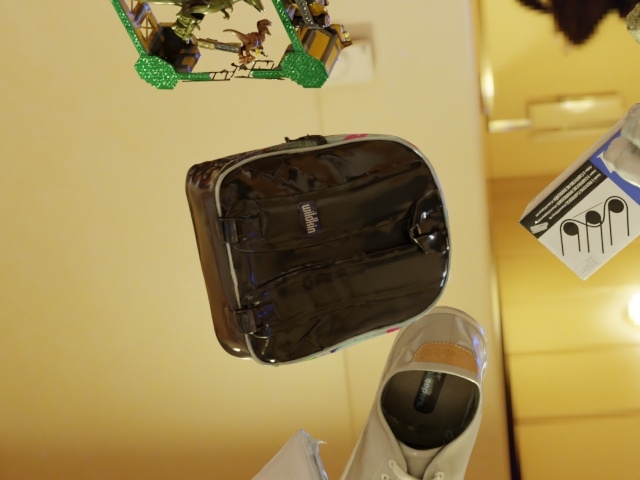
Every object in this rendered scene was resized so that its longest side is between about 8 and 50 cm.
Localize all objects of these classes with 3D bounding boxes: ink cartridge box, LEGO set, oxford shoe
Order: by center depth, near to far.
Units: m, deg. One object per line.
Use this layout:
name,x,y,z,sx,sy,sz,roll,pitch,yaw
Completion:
ink cartridge box,0.308,-0.056,1.534,0.207,0.097,0.046,-45,-175,38
LEGO set,-0.105,-0.327,1.844,0.331,0.255,0.192,-3,-132,34
oxford shoe,0.114,0.300,1.895,0.169,0.449,0.130,12,-155,0

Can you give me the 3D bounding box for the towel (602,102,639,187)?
towel,0.482,-0.060,1.295,0.374,0.090,0.320,29,-141,36

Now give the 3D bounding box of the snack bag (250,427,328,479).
snack bag,-0.090,0.378,1.337,0.342,0.037,0.323,-44,-144,17

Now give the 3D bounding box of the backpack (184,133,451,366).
backpack,0.000,0.000,1.524,0.253,0.225,0.191,-15,-171,-18

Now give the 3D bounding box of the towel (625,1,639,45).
towel,0.260,-0.134,0.864,0.148,0.110,0.027,-25,-125,21
